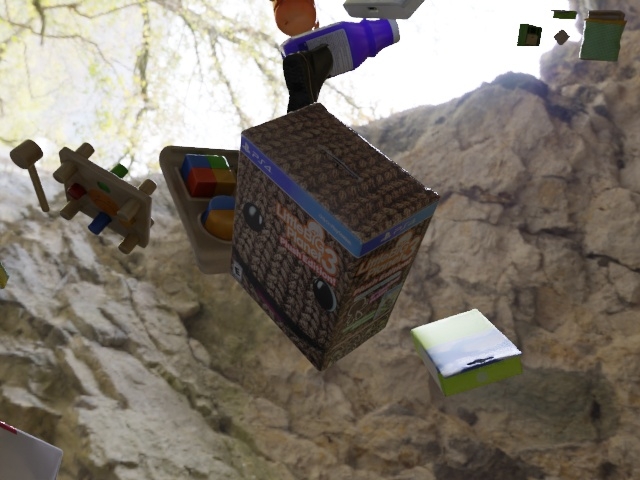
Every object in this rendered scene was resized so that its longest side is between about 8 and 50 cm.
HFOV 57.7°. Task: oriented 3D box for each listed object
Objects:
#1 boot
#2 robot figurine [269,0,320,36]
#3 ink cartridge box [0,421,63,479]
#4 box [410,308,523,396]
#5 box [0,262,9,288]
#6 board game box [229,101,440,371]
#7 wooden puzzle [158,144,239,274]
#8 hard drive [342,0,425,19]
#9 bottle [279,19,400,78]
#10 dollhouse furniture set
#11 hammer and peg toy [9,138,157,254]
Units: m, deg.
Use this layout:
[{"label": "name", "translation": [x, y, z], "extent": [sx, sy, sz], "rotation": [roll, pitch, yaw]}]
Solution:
[{"label": "boot", "translation": [-0.010, -0.330, 1.295], "extent": [0.077, 0.137, 0.198], "rotation": [18, -51, 28]}, {"label": "robot figurine", "translation": [-0.077, -0.673, 1.655], "extent": [0.158, 0.128, 0.219], "rotation": [69, 12, -61]}, {"label": "ink cartridge box", "translation": [-0.513, 0.296, 0.719], "extent": [0.283, 0.207, 0.117], "rotation": [-10, -128, 16]}, {"label": "box", "translation": [0.199, 0.153, 0.802], "extent": [0.178, 0.109, 0.042], "rotation": [-111, -177, -78]}, {"label": "box", "translation": [-0.729, 0.031, 1.183], "extent": [0.043, 0.105, 0.179], "rotation": [-97, 180, -46]}, {"label": "board game box", "translation": [0.000, 0.000, 0.828], "extent": [0.232, 0.141, 0.291], "rotation": [43, -37, 26]}, {"label": "wooden puzzle", "translation": [-0.165, -0.090, 1.306], "extent": [0.080, 0.322, 0.348], "rotation": [-56, -132, 40]}, {"label": "hard drive", "translation": [0.224, -0.605, 1.211], "extent": [0.353, 0.047, 0.233], "rotation": [-48, -146, -4]}, {"label": "bottle", "translation": [0.049, -0.458, 1.379], "extent": [0.092, 0.283, 0.118], "rotation": [-121, -168, -56]}, {"label": "dollhouse furniture set", "translation": [0.401, -0.332, 0.934], "extent": [0.152, 0.058, 0.076], "rotation": [20, -65, 40]}, {"label": "hammer and peg toy", "translation": [-0.600, -0.129, 1.511], "extent": [0.127, 0.361, 0.266], "rotation": [-60, 179, -33]}]
